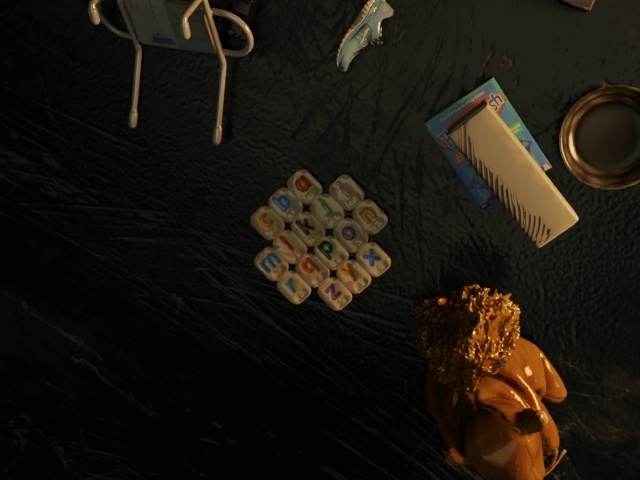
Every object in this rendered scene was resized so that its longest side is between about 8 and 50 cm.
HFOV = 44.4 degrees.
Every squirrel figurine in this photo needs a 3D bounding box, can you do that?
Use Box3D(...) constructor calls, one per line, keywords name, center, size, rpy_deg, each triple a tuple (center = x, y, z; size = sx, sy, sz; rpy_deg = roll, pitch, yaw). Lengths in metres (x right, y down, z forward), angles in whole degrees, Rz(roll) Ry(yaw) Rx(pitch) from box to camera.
Box3D(name="squirrel figurine", center=(0.301, 0.284, 1.484), size=(0.281, 0.370, 0.396), rpy_deg=(-23, 98, 14))

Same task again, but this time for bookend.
Box3D(name="bookend", center=(-0.184, -0.490, 1.535), size=(0.156, 0.072, 0.157), rpy_deg=(21, 106, 5))

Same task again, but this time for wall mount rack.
Box3D(name="wall mount rack", center=(-0.303, -0.353, 1.545), size=(0.350, 0.130, 0.304), rpy_deg=(14, 147, 18))

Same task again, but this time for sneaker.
Box3D(name="sneaker", center=(0.086, -0.393, 1.519), size=(0.073, 0.063, 0.162), rpy_deg=(34, 107, -3))

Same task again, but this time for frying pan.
Box3D(name="frying pan", center=(0.612, -0.167, 1.489), size=(0.326, 0.053, 0.197), rpy_deg=(26, 106, 1))

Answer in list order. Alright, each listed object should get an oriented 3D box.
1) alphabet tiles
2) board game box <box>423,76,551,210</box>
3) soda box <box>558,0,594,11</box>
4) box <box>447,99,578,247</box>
Box3D(name="alphabet tiles", center=(0.000, 0.000, 1.650), size=(0.284, 0.021, 0.278), rpy_deg=(-43, 94, 16))
Box3D(name="board game box", center=(0.326, -0.189, 1.534), size=(0.160, 0.047, 0.210), rpy_deg=(-34, 95, 15))
Box3D(name="soda box", center=(0.496, -0.507, 1.425), size=(0.060, 0.053, 0.168), rpy_deg=(22, 106, 4))
Box3D(name="box", center=(0.357, -0.126, 1.462), size=(0.094, 0.113, 0.275), rpy_deg=(-39, 94, 17))
